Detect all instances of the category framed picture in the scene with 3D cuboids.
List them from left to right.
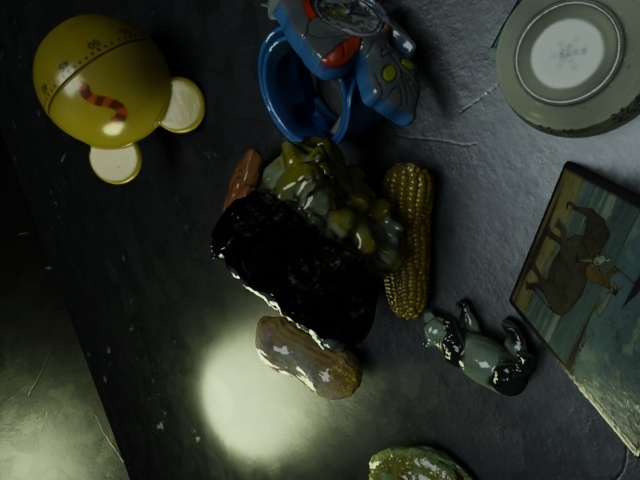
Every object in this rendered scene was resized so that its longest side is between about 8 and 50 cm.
[{"bbox_3d":[0.374,0.063,0.659,0.347,0.016,0.264,-102,22,-64],"label":"framed picture"}]

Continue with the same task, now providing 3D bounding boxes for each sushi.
[{"bbox_3d":[0.000,0.000,0.875,0.329,0.285,0.328,43,175,-17],"label":"sushi"}]

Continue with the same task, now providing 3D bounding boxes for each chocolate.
[{"bbox_3d":[-0.038,0.271,1.154,0.309,0.134,0.134,25,116,35],"label":"chocolate"}]

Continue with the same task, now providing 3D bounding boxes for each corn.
[{"bbox_3d":[0.160,0.006,0.934,0.102,0.102,0.312,13,110,39],"label":"corn"}]

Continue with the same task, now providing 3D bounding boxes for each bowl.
[{"bbox_3d":[0.343,-0.252,0.669,0.238,0.126,0.237,14,114,33],"label":"bowl"}]

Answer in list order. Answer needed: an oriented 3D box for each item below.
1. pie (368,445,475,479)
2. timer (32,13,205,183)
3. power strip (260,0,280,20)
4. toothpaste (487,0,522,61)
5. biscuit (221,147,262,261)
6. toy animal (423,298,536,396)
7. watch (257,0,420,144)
[{"bbox_3d":[0.231,0.581,1.037,0.323,0.071,0.322,11,107,38],"label":"pie"},{"bbox_3d":[-0.545,-0.386,1.322,0.376,0.376,0.387,-29,106,42],"label":"timer"},{"bbox_3d":[-0.032,-0.489,1.025,0.253,0.027,0.060,20,115,37],"label":"power strip"},{"bbox_3d":[0.319,-0.362,0.744,0.057,0.035,0.197,53,133,38],"label":"toothpaste"},{"bbox_3d":[-0.197,-0.062,1.160,0.284,0.043,0.306,126,149,-47],"label":"biscuit"},{"bbox_3d":[0.277,0.189,0.887,0.225,0.094,0.121,24,125,34],"label":"toy animal"},{"bbox_3d":[0.039,-0.284,0.911,0.305,0.242,0.274,52,145,10],"label":"watch"}]
